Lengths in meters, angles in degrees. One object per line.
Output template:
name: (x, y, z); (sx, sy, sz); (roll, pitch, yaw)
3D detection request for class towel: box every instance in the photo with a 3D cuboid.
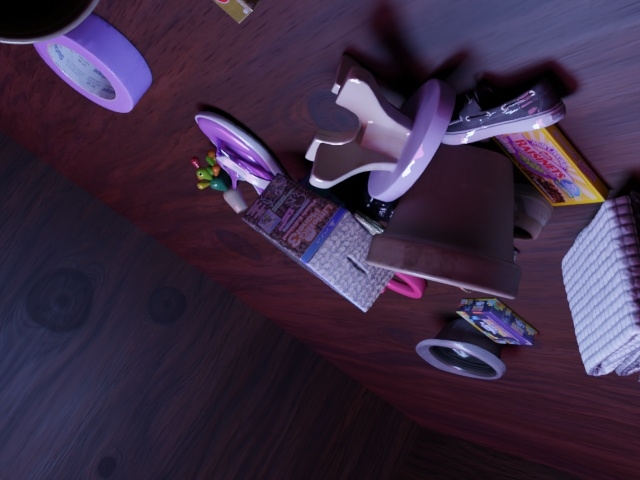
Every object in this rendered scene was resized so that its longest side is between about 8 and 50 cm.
towel: (0.502, 0.078, 1.033); (0.122, 0.234, 0.283); (-3, 153, 3)
towel: (0.113, -0.034, 1.645); (0.148, 0.027, 0.110); (34, 162, -10)

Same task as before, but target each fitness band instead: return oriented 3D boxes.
fitness band: (0.171, 0.079, 1.814); (0.291, 0.054, 0.209); (34, 158, -12)

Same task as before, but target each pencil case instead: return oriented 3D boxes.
pencil case: (0.020, -0.111, 1.522); (0.152, 0.070, 0.064); (37, 160, -22)

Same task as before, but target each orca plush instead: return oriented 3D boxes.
orca plush: (0.103, -0.066, 1.353); (0.287, 0.102, 0.151); (44, 152, 26)

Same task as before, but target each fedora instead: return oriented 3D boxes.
fedora: (0.437, 0.315, 1.894); (0.244, 0.124, 0.275); (39, 154, -28)

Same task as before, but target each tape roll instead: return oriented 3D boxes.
tape roll: (-0.548, -0.434, 1.517); (0.275, 0.090, 0.274); (26, 160, 10)

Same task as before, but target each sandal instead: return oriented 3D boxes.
sandal: (-0.177, -0.166, 1.622); (0.169, 0.102, 0.416); (10, 152, 46)

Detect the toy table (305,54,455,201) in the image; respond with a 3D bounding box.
toy table: (0.084, -0.182, 1.037); (0.161, 0.252, 0.274); (18, 143, -11)

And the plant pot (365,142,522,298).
plant pot: (0.226, -0.039, 1.074); (0.263, 0.229, 0.263); (13, 180, 0)

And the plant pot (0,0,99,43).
plant pot: (-0.547, -0.505, 1.083); (0.323, 0.323, 0.280); (42, 175, -30)

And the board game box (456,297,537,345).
board game box: (0.479, 0.222, 1.715); (0.170, 0.048, 0.141); (37, 161, -18)

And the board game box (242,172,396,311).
board game box: (0.000, 0.000, 1.446); (0.232, 0.141, 0.291); (41, 174, -40)

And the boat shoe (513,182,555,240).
boat shoe: (0.298, -0.050, 1.220); (0.302, 0.098, 0.109); (7, 150, 49)

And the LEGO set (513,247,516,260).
LEGO set: (0.398, 0.012, 1.359); (0.054, 0.023, 0.083); (6, 137, 46)

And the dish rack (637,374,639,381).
dish rack: (0.788, 0.291, 1.398); (0.272, 0.074, 0.208); (22, 159, 23)

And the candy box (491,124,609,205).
candy box: (0.371, -0.129, 1.027); (0.206, 0.027, 0.105); (39, 157, -25)

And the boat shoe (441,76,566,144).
boat shoe: (0.257, -0.200, 0.954); (0.229, 0.080, 0.076); (5, 129, 58)

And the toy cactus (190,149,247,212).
toy cactus: (-0.264, -0.151, 1.680); (0.180, 0.112, 0.219); (57, -175, 5)

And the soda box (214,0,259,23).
soda box: (-0.175, -0.438, 1.005); (0.181, 0.058, 0.061); (39, 160, -22)

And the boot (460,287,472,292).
boot: (0.322, 0.067, 1.554); (0.158, 0.059, 0.085); (49, 158, -23)
